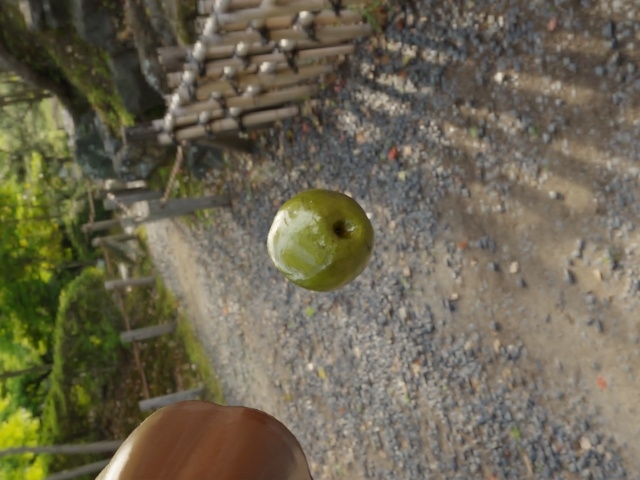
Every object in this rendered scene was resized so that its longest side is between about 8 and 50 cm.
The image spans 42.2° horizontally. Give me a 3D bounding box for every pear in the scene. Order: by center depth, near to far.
[{"bbox_3d":[0.000,0.000,1.183,0.162,0.149,0.148,-24,77,63],"label":"pear"}]

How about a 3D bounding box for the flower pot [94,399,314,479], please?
[{"bbox_3d":[-0.098,0.216,0.588,0.173,0.191,0.190,26,-128,-82],"label":"flower pot"}]
